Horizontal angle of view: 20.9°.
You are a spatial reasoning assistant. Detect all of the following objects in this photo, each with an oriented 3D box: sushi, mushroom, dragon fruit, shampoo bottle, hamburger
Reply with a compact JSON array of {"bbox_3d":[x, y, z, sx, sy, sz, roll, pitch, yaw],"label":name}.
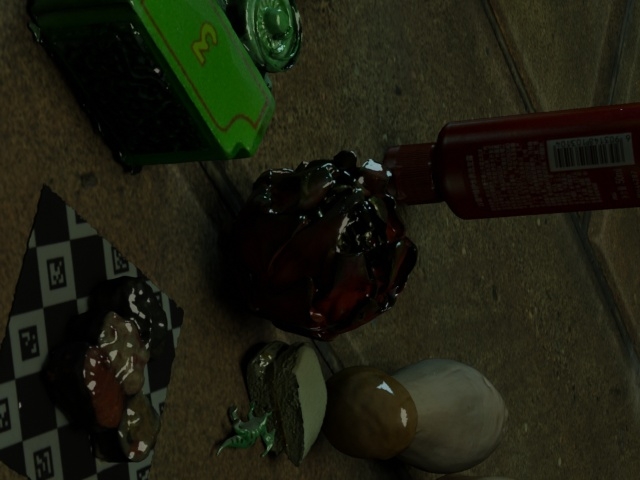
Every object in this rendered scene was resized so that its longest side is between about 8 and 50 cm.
[{"bbox_3d":[-0.164,0.103,1.380,0.231,0.047,0.219,48,45,-51],"label":"sushi"},{"bbox_3d":[0.111,0.187,1.846,0.350,0.128,0.128,14,74,-61],"label":"mushroom"},{"bbox_3d":[0.000,0.006,1.589,0.188,0.182,0.182,69,30,-47],"label":"dragon fruit"},{"bbox_3d":[0.226,-0.082,1.899,0.076,0.314,0.118,-58,137,-52],"label":"shampoo bottle"},{"bbox_3d":[-0.026,0.147,1.657,0.084,0.054,0.121,-53,136,-59],"label":"hamburger"}]

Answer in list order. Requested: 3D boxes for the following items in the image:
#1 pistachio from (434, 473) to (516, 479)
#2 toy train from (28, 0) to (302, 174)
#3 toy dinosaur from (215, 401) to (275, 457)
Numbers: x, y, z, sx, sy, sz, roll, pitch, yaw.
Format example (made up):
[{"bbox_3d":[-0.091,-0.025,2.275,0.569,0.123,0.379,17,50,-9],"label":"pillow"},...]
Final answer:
[{"bbox_3d":[0.169,0.353,1.857,0.309,0.230,0.230,9,79,-59],"label":"pistachio"},{"bbox_3d":[-0.119,-0.174,1.424,0.243,0.132,0.188,58,42,-41],"label":"toy train"},{"bbox_3d":[-0.069,0.184,1.595,0.083,0.021,0.062,-56,134,-34],"label":"toy dinosaur"}]
